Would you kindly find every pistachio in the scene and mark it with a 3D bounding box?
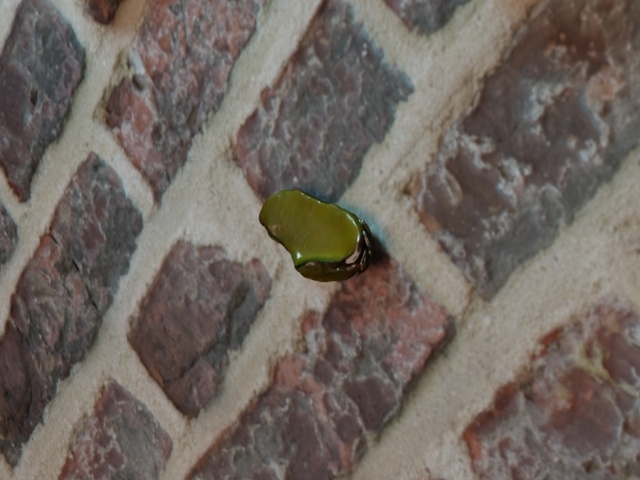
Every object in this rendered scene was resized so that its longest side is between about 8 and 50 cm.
[{"bbox_3d":[0.000,0.000,1.468,0.173,0.049,0.090,25,95,41],"label":"pistachio"}]
